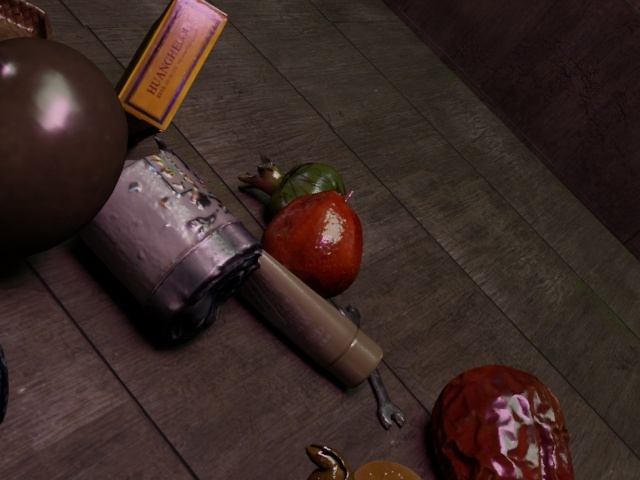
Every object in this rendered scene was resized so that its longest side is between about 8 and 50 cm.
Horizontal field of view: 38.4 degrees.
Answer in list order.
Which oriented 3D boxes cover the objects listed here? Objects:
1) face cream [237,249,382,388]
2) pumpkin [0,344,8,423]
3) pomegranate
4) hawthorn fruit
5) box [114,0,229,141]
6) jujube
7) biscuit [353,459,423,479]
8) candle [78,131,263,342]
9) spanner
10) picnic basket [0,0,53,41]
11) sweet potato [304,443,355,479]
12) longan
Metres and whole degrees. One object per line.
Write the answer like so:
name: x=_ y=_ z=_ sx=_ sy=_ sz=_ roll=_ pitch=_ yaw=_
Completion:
face cream: x=-0.054 y=0.092 z=1.409 sx=0.341 sy=0.137 sz=0.084 roll=41 pitch=58 yaw=-9
pumpkin: x=-0.396 y=0.142 z=0.815 sx=0.233 sy=0.233 sz=0.163 roll=-23 pitch=93 yaw=-59
pomegranate: x=-0.047 y=-0.086 z=1.637 sx=0.191 sy=0.131 sz=0.152 roll=35 pitch=32 yaw=4
hawthorn fruit: x=-0.010 y=0.011 z=1.499 sx=0.173 sy=0.173 sz=0.179 roll=30 pitch=45 yaw=-20
box: x=-0.249 y=-0.257 z=1.408 sx=0.084 sy=0.193 sz=0.301 roll=31 pitch=-7 yaw=-17
jujube: x=0.286 y=0.355 z=1.393 sx=0.216 sy=0.216 sz=0.342 roll=19 pitch=48 yaw=-35
biscuit: x=0.096 y=0.384 z=1.259 sx=0.170 sy=0.050 sz=0.170 roll=22 pitch=33 yaw=-15
candle: x=-0.236 y=-0.028 z=1.277 sx=0.330 sy=0.187 sz=0.187 roll=46 pitch=29 yaw=11
spanner: x=0.080 y=0.202 z=1.515 sx=0.054 sy=0.015 sz=0.254 roll=14 pitch=39 yaw=-37
picnic basket: x=-0.492 y=-0.321 z=1.486 sx=0.110 sy=0.055 sz=0.193 roll=21 pitch=35 yaw=-35
sweet potato: x=0.043 y=0.400 z=1.126 sx=0.124 sy=0.098 sz=0.310 roll=-21 pitch=75 yaw=-49
longan: x=-0.376 y=-0.112 z=1.092 sx=0.300 sy=0.300 sz=0.243 roll=3 pitch=31 yaw=-48
